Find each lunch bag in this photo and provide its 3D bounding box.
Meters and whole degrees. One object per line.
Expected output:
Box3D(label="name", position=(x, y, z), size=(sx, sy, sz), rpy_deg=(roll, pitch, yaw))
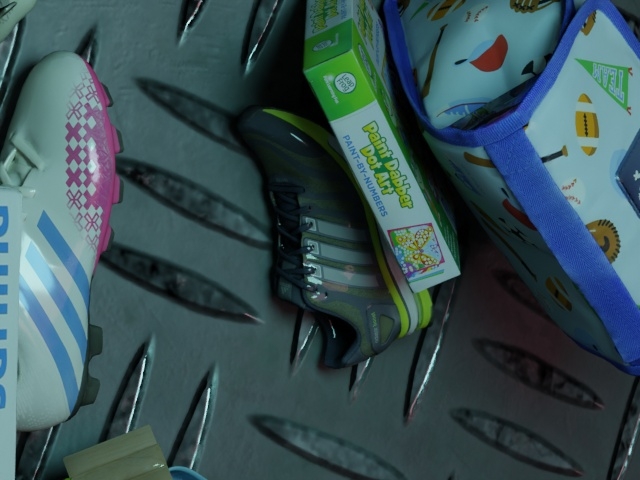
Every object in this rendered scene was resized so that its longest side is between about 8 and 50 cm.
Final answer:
Box3D(label="lunch bag", position=(0.234, -0.089, 1.791), size=(0.328, 0.239, 0.385), rpy_deg=(53, 18, -26))

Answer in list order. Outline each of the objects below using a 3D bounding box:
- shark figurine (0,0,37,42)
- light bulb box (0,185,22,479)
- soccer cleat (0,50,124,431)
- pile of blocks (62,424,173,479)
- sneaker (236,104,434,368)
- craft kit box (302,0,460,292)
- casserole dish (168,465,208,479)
Box3D(label="shark figurine", position=(-0.320, -0.182, 1.506), size=(0.116, 0.278, 0.166), rpy_deg=(39, 98, -3))
Box3D(label="light bulb box", position=(-0.434, 0.129, 1.389), size=(0.361, 0.225, 0.358), rpy_deg=(0, 93, -39))
Box3D(label="soccer cleat", position=(-0.254, 0.001, 1.593), size=(0.143, 0.116, 0.331), rpy_deg=(1, 93, -39))
Box3D(label="pile of blocks", position=(-0.257, 0.320, 1.640), size=(0.362, 0.149, 0.112), rpy_deg=(-45, 162, -17))
Box3D(label="sneaker", position=(0.000, 0.000, 1.807), size=(0.121, 0.111, 0.300), rpy_deg=(-42, 114, -22))
Box3D(label="craft kit box", position=(0.058, -0.113, 1.777), size=(0.061, 0.250, 0.247), rpy_deg=(-25, 114, 13))
Box3D(label="casserole dish", position=(-0.123, 0.289, 1.771), size=(0.188, 0.037, 0.114), rpy_deg=(42, 68, -34))
